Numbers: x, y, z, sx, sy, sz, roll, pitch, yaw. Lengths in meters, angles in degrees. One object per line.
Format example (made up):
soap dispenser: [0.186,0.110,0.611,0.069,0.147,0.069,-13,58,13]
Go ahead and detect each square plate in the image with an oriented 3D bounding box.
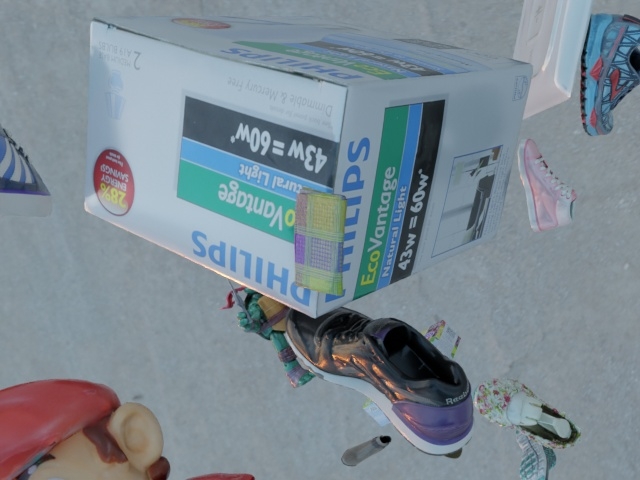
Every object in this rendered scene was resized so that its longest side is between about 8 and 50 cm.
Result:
square plate: [0.409,-0.401,1.463,0.049,0.347,0.344,11,91,-1]

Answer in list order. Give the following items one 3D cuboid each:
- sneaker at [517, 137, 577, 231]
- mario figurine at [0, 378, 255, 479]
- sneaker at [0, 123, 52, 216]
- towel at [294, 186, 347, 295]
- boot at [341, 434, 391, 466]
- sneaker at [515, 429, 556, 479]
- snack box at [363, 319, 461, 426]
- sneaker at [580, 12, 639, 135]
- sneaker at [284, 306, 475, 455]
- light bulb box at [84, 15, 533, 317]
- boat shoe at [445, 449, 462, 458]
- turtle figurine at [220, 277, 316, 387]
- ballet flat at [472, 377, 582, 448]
sneaker: [0.321,-0.081,1.147,0.070,0.051,0.134,-8,98,35]
mario figurine: [-0.100,0.213,0.480,0.320,0.198,0.170,39,153,-8]
sneaker: [-0.431,-0.147,1.033,0.130,0.323,0.237,-1,91,5]
towel: [0.000,0.000,0.669,0.060,0.009,0.083,11,102,48]
boot: [0.110,0.483,1.913,0.087,0.118,0.042,-38,73,29]
sneaker: [0.427,0.424,1.587,0.076,0.167,0.065,34,125,-16]
snack box: [0.202,0.291,1.811,0.070,0.207,0.174,44,132,-12]
sneaker: [0.514,-0.275,1.421,0.125,0.104,0.262,2,146,19]
sneaker: [0.068,0.122,0.976,0.283,0.107,0.124,30,144,34]
light bulb box: [-0.013,-0.117,0.934,0.357,0.361,0.225,22,115,33]
boat shoe: [0.248,0.435,1.793,0.135,0.050,0.045,30,164,-18]
turtle figurine: [-0.070,0.127,1.409,0.234,0.175,0.118,56,151,-5]
ballet flat: [0.366,0.298,1.416,0.077,0.241,0.091,3,70,56]
